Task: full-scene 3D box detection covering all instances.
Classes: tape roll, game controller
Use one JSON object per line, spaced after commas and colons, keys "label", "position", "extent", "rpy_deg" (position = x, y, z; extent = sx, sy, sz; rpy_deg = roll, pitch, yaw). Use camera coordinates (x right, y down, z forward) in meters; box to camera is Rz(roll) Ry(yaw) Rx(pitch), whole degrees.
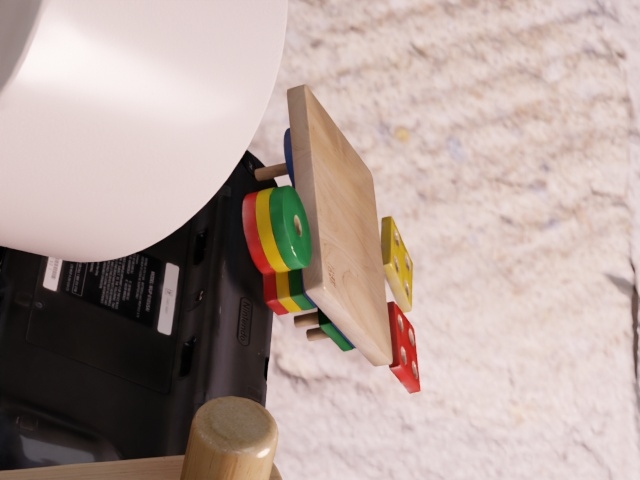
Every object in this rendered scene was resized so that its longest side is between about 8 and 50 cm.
{"label": "tape roll", "position": [-0.160, -0.121, 0.984], "extent": [0.169, 0.246, 0.246], "rpy_deg": [15, 60, -51]}
{"label": "game controller", "position": [-0.106, 0.037, 1.099], "extent": [0.166, 0.067, 0.319], "rpy_deg": [16, 43, -12]}

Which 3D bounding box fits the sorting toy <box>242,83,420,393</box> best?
{"label": "sorting toy", "position": [0.000, 0.000, 1.162], "extent": [0.274, 0.046, 0.132], "rpy_deg": [49, 32, -60]}

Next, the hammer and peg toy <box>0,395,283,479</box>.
{"label": "hammer and peg toy", "position": [-0.149, 0.189, 0.703], "extent": [0.361, 0.127, 0.266], "rpy_deg": [-3, 39, -22]}
